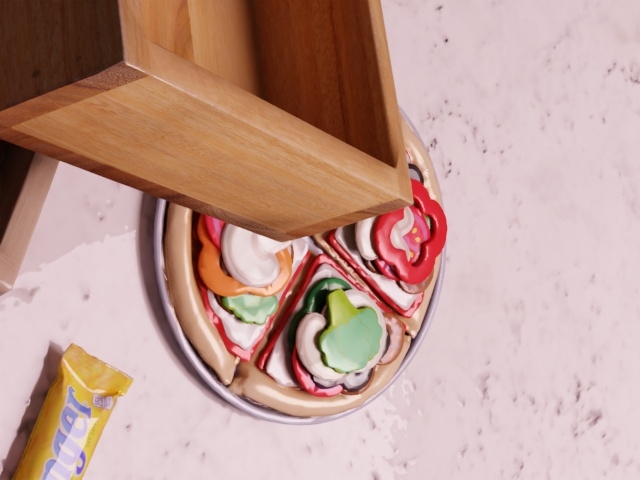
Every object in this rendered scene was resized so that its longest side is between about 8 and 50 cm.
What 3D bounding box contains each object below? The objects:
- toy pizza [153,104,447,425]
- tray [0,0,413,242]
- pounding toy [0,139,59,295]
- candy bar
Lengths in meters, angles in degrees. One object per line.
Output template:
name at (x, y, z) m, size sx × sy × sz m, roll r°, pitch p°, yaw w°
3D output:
toy pizza at (0.000, 0.000, 0.799) m, size 0.201 × 0.032 × 0.201 m, roll 0°, pitch 90°, yaw -39°
tray at (-0.067, -0.219, 0.607) m, size 0.203 × 0.076 × 0.410 m, roll 21°, pitch 56°, yaw -58°
pounding toy at (-0.194, -0.094, 0.613) m, size 0.181 × 0.094 × 0.206 m, roll 40°, pitch 45°, yaw -31°
candy bar at (-0.135, 0.130, 0.700) m, size 0.040 × 0.018 × 0.161 m, roll 33°, pitch 69°, yaw -34°
